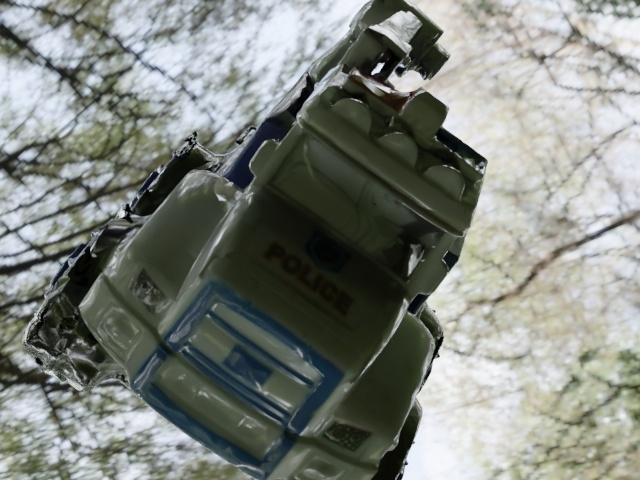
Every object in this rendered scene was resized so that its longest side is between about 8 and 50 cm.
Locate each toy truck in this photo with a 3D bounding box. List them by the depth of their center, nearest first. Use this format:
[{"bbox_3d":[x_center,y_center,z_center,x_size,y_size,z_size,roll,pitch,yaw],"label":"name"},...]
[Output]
[{"bbox_3d":[0.000,0.000,0.525,0.161,0.177,0.213,35,-154,-4],"label":"toy truck"}]
